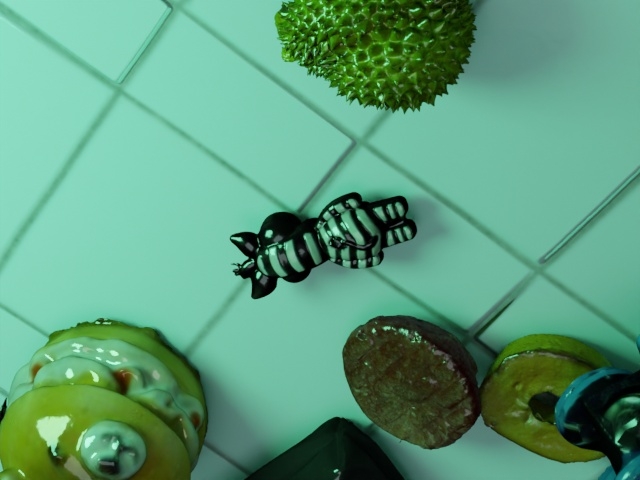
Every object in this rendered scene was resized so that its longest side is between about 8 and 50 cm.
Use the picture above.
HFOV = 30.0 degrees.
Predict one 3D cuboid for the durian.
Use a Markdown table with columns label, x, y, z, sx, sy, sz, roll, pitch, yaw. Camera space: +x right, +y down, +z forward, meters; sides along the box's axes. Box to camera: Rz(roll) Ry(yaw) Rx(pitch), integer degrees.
| label | x | y | z | sx | sy | sz | roll | pitch | yaw |
| --- | --- | --- | --- | --- | --- | --- | --- | --- | --- |
| durian | 0.055 | -0.209 | 1.164 | 0.198 | 0.146 | 0.159 | 19 | 121 | -3 |

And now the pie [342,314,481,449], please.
| label | x | y | z | sx | sy | sz | roll | pitch | yaw |
| --- | --- | --- | --- | --- | --- | --- | --- | --- | --- |
| pie | 0.107 | 0.166 | 1.413 | 0.182 | 0.049 | 0.182 | 17 | 127 | 25 |

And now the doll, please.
| label | x | y | z | sx | sy | sz | roll | pitch | yaw |
| --- | --- | --- | --- | --- | --- | --- | --- | --- | --- |
| doll | 0.000 | 0.000 | 1.355 | 0.219 | 0.067 | 0.091 | -16 | 113 | 16 |

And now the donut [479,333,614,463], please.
| label | x | y | z | sx | sy | sz | roll | pitch | yaw |
| --- | --- | --- | --- | --- | --- | --- | --- | --- | --- |
| donut | 0.277 | 0.181 | 1.401 | 0.178 | 0.065 | 0.162 | 34 | 126 | -10 |

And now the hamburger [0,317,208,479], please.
| label | x | y | z | sx | sy | sz | roll | pitch | yaw |
| --- | --- | --- | --- | --- | --- | --- | --- | --- | --- |
| hamburger | -0.279 | 0.262 | 1.482 | 0.276 | 0.237 | 0.276 | 5 | 124 | 8 |

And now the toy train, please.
| label | x | y | z | sx | sy | sz | roll | pitch | yaw |
| --- | --- | --- | --- | --- | --- | --- | --- | --- | --- |
| toy train | 0.416 | 0.225 | 1.284 | 0.265 | 0.188 | 0.300 | -29 | 123 | 2 |

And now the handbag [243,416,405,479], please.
| label | x | y | z | sx | sy | sz | roll | pitch | yaw |
| --- | --- | --- | --- | --- | --- | --- | --- | --- | --- |
| handbag | 0.002 | 0.421 | 1.558 | 0.342 | 0.152 | 0.288 | -39 | 114 | 20 |
